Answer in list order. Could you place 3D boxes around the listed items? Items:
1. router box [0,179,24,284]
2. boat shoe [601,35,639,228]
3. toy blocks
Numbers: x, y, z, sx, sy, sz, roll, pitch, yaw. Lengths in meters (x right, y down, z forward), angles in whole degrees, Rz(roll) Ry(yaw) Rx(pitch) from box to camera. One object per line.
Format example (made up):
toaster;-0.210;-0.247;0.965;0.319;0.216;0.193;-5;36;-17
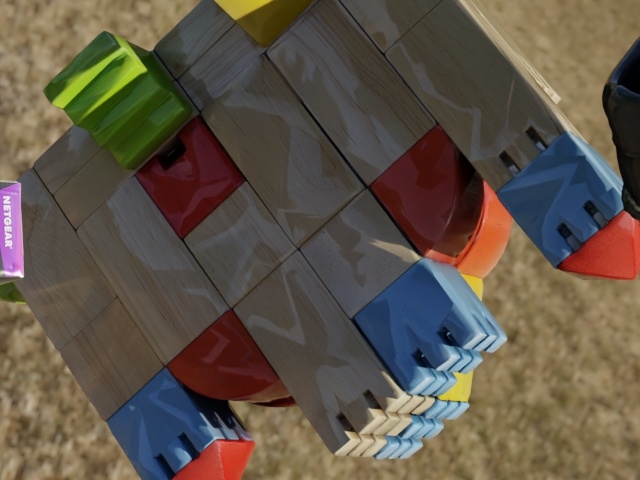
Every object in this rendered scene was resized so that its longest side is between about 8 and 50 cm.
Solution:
router box;-0.228;0.006;0.723;0.133;0.046;0.179;1;-8;-36
boat shoe;0.233;-0.141;0.717;0.113;0.340;0.127;49;-12;-31
toy blocks;0.000;0.000;0.887;0.261;0.381;0.190;54;15;21
